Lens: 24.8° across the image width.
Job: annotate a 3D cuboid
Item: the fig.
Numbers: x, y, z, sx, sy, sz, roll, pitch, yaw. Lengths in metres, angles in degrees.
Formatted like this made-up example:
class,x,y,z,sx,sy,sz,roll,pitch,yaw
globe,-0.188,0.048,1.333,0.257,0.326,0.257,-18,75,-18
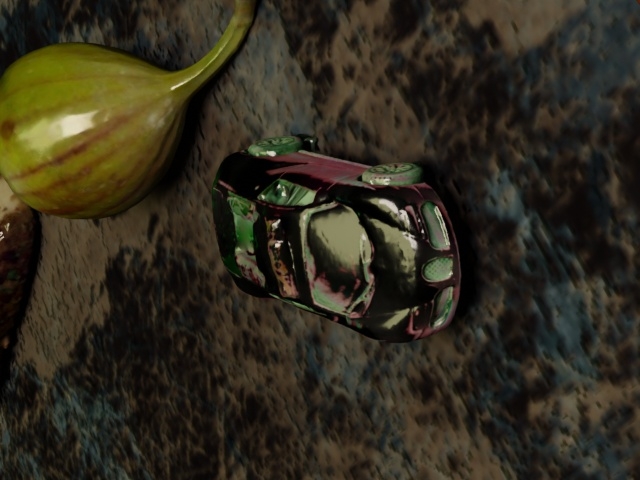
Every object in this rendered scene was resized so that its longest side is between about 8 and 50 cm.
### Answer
class,x,y,z,sx,sy,sz,roll,pitch,yaw
fig,-0.097,-0.061,0.680,0.166,0.093,0.093,-21,84,54

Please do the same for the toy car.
class,x,y,z,sx,sy,sz,roll,pitch,yaw
toy car,0.000,0.000,0.594,0.142,0.055,0.069,16,117,53

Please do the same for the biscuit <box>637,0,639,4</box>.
class,x,y,z,sx,sy,sz,roll,pitch,yaw
biscuit,0.057,-0.144,0.341,0.043,0.278,0.301,-22,104,19

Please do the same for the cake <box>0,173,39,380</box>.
class,x,y,z,sx,sy,sz,roll,pitch,yaw
cake,-0.273,0.048,0.921,0.112,0.135,0.246,55,139,29
